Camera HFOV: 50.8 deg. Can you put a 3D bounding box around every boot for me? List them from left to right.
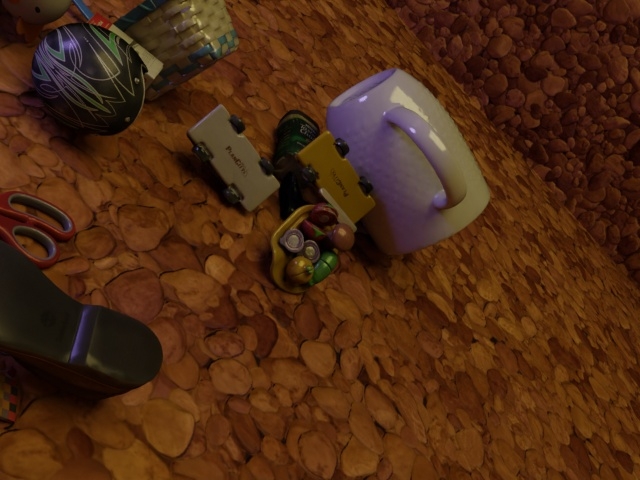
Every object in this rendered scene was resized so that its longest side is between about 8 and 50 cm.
[{"bbox_3d":[-0.328,0.091,0.719,0.305,0.115,0.112,37,39,-26],"label":"boot"},{"bbox_3d":[-0.032,-0.071,1.354,0.099,0.045,0.121,26,45,-31],"label":"boot"}]

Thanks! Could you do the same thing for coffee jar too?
[{"bbox_3d":[-0.049,-0.199,1.438,0.096,0.079,0.184,33,34,-26],"label":"coffee jar"}]

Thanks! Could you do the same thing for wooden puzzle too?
[{"bbox_3d":[-0.340,0.161,0.712,0.049,0.006,0.083,54,17,-51],"label":"wooden puzzle"}]

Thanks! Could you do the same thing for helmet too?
[{"bbox_3d":[-0.347,-0.243,1.018,0.169,0.169,0.161,37,17,-21],"label":"helmet"}]

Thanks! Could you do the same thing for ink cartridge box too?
[{"bbox_3d":[-0.349,-0.294,1.129,0.135,0.099,0.056,36,36,-21],"label":"ink cartridge box"}]

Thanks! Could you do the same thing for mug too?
[{"bbox_3d":[0.178,-0.170,1.382,0.328,0.276,0.374,59,-7,-18],"label":"mug"}]

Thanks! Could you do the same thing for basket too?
[{"bbox_3d":[-0.303,-0.416,1.188,0.289,0.254,0.201,58,27,-25],"label":"basket"}]

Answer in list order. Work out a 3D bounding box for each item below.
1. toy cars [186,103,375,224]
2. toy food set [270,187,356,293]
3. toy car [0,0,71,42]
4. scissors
[{"bbox_3d":[-0.072,-0.134,1.265,0.393,0.176,0.087,9,8,-27],"label":"toy cars"},{"bbox_3d":[0.000,0.000,1.201,0.218,0.071,0.128,-49,117,-33],"label":"toy food set"},{"bbox_3d":[-0.444,-0.408,1.015,0.219,0.238,0.210,13,32,4],"label":"toy car"},{"bbox_3d":[-0.445,-0.053,0.824,0.297,0.021,0.109,29,39,-30],"label":"scissors"}]
